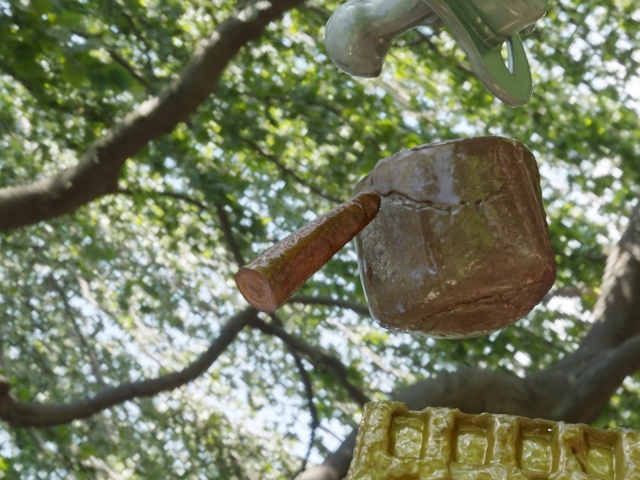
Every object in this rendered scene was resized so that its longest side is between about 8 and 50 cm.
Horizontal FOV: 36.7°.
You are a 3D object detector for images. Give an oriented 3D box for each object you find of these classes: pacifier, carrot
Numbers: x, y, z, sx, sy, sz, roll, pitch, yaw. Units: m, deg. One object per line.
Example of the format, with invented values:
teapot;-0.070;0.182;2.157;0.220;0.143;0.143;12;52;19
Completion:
pacifier;0.122;-0.297;1.180;0.269;0.343;0.288;-23;31;29
carrot;0.000;0.000;1.062;0.209;0.061;0.061;-38;-28;-34

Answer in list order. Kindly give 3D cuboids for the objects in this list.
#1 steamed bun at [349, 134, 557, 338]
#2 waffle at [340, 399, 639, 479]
steamed bun;0.145;-0.002;1.254;0.199;0.251;0.301;10;-22;-25
waffle;0.153;0.229;0.848;0.168;0.274;0.057;-74;-15;-51
